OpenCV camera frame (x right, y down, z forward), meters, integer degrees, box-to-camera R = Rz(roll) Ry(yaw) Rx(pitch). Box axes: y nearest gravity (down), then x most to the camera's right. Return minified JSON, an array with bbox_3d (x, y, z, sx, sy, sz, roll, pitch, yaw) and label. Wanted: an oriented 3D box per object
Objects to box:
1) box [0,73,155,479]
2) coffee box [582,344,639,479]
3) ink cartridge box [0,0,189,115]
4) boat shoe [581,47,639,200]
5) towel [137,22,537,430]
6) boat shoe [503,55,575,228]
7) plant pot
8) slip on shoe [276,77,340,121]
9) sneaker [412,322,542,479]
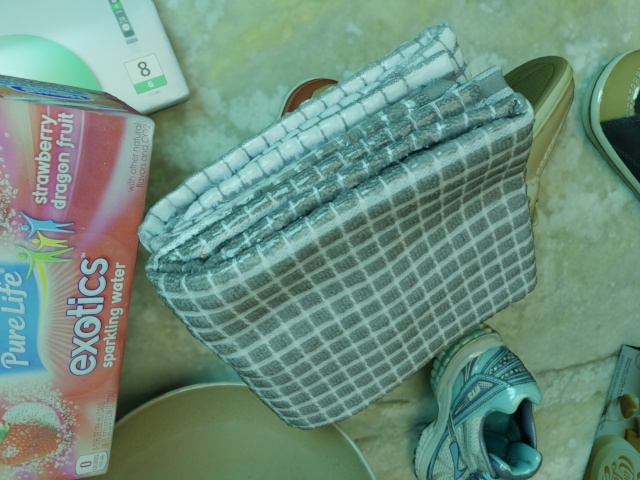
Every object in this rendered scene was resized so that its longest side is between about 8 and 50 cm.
[{"bbox_3d":[-0.240,0.030,0.416,0.154,0.142,0.299,3,109,-35],"label":"box"},{"bbox_3d":[0.457,0.282,0.718,0.098,0.141,0.246,14,94,-18],"label":"coffee box"},{"bbox_3d":[-0.243,-0.202,0.474,0.181,0.056,0.224,-24,106,-13],"label":"ink cartridge box"},{"bbox_3d":[0.546,-0.058,0.690,0.500,0.156,0.186,37,84,-20],"label":"boat shoe"},{"bbox_3d":[0.041,0.012,0.427,0.284,0.121,0.235,-31,132,-1],"label":"towel"},{"bbox_3d":[0.177,-0.039,0.602,0.110,0.121,0.341,30,99,-24],"label":"boat shoe"},{"bbox_3d":[-0.092,0.306,0.507,0.284,0.284,0.190,-4,135,-17],"label":"plant pot"},{"bbox_3d":[0.000,0.000,0.555,0.123,0.101,0.331,1,99,-19],"label":"slip on shoe"},{"bbox_3d":[0.182,0.240,0.613,0.110,0.122,0.282,-16,121,-18],"label":"sneaker"}]
